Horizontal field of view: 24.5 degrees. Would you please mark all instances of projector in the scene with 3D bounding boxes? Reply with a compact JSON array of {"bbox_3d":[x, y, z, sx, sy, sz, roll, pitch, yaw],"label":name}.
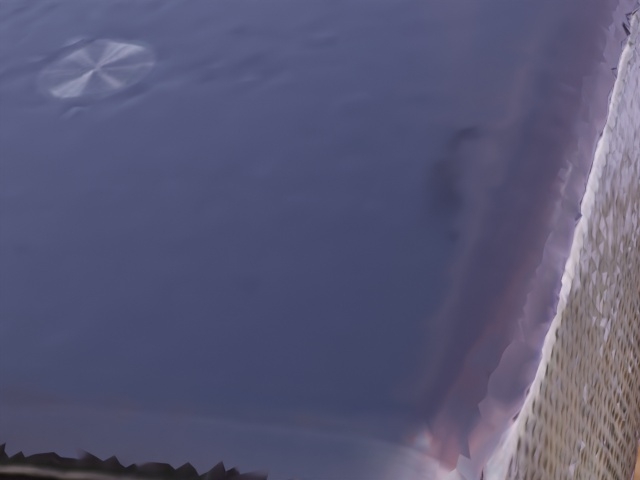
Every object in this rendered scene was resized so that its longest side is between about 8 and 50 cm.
[{"bbox_3d":[-0.066,0.031,0.633,0.395,0.405,0.242,3,-52,19],"label":"projector"}]
